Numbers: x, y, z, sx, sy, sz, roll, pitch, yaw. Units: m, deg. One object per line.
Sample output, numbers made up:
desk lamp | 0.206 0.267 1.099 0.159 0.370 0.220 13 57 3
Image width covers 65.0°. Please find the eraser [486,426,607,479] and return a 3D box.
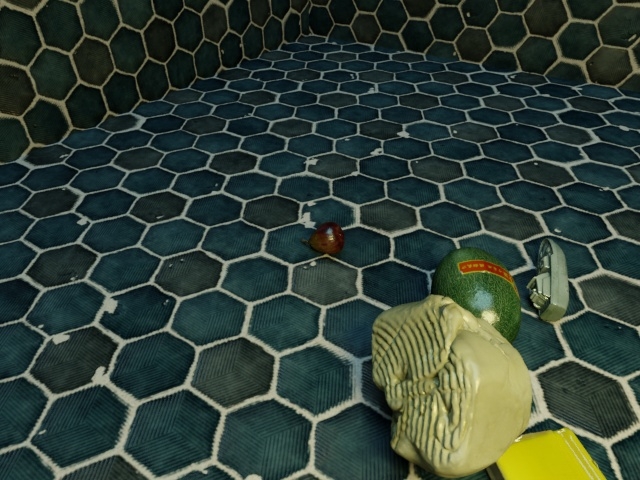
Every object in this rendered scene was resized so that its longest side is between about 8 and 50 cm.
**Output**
eraser | 0.378 0.412 0.779 0.157 0.069 0.226 -12 39 -9

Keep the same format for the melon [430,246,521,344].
melon | 0.323 0.132 1.053 0.182 0.182 0.288 2 39 5

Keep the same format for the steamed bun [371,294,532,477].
steamed bun | 0.225 0.243 0.868 0.203 0.276 0.289 19 -8 -26

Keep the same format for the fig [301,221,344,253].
fig | 0.000 0.000 1.334 0.125 0.089 0.089 -16 32 24

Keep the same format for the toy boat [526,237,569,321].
toy boat | 0.540 0.079 1.198 0.085 0.078 0.261 21 43 5
